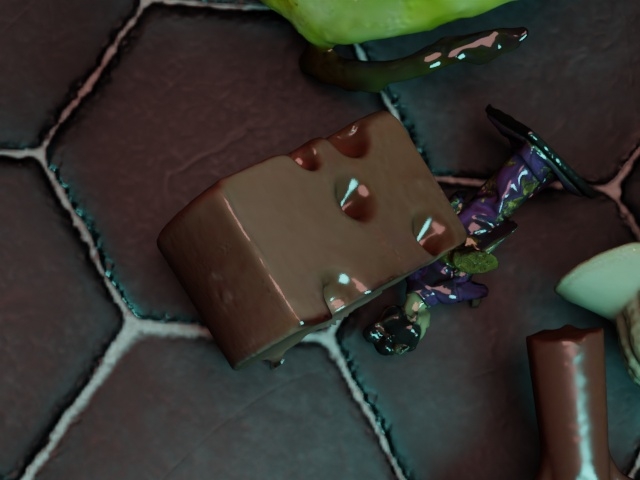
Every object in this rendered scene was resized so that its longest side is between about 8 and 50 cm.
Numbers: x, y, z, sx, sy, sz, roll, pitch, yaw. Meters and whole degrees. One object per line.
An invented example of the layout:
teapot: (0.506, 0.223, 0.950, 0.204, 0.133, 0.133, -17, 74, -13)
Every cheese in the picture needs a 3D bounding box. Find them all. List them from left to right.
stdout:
cheese: (-0.019, 0.010, 1.284, 0.203, 0.177, 0.128, -30, 87, 13)

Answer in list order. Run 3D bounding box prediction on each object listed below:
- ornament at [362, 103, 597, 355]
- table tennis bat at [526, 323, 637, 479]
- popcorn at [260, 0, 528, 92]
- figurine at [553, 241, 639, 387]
ornament: (0.113, 0.008, 1.391, 0.081, 0.088, 0.203, 33, 91, -26)
table tennis bat: (0.194, 0.269, 1.336, 0.268, 0.051, 0.414, -6, 95, -6)
popcorn: (0.070, -0.275, 1.315, 0.349, 0.349, 0.381, 15, 118, -5)
figurine: (0.338, -0.016, 1.364, 0.204, 0.185, 0.332, 34, 82, 34)
